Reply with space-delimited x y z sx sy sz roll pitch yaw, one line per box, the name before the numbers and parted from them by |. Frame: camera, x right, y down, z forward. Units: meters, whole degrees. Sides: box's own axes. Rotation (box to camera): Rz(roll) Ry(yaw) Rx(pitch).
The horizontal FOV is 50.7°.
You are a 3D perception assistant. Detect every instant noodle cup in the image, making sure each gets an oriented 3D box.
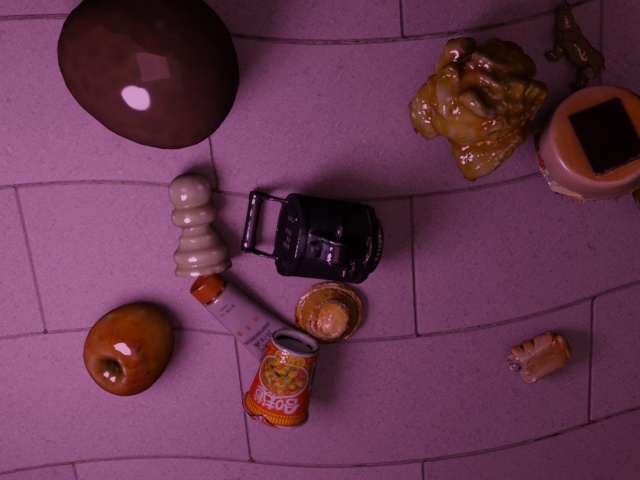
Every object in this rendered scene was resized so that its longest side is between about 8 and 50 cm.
instant noodle cup | -0.094 0.355 1.780 0.193 0.193 0.212 14 108 -8

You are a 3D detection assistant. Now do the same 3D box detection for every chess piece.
chess piece | -0.312 -0.045 1.697 0.145 0.144 0.251 -8 100 -2

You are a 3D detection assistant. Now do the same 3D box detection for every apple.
apple | -0.485 0.277 1.746 0.237 0.207 0.236 5 113 13

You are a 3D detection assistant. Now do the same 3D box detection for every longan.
longan | -0.376 -0.383 1.493 0.405 0.336 0.404 12 139 11

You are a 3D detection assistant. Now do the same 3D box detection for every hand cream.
hand cream | -0.210 0.207 1.797 0.140 0.089 0.314 -45 113 9

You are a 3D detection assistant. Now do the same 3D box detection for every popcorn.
popcorn | 0.386 -0.309 1.592 0.321 0.290 0.325 11 86 -5

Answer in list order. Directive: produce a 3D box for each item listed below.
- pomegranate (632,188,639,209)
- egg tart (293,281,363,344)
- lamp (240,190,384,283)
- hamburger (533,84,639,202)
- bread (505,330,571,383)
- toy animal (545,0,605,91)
pomegranate | 0.921 -0.127 1.720 0.231 0.231 0.286 -38 116 7
egg tart | 0.023 0.203 1.815 0.191 0.074 0.191 -1 108 -3
lamp | 0.014 -0.003 1.681 0.272 0.374 0.205 5 100 -39
hamburger | 0.675 -0.238 1.653 0.302 0.170 0.301 -1 81 9
bread | 0.607 0.322 1.881 0.177 0.084 0.119 -27 107 3
toy animal | 0.627 -0.479 1.665 0.219 0.103 0.101 45 79 -12
